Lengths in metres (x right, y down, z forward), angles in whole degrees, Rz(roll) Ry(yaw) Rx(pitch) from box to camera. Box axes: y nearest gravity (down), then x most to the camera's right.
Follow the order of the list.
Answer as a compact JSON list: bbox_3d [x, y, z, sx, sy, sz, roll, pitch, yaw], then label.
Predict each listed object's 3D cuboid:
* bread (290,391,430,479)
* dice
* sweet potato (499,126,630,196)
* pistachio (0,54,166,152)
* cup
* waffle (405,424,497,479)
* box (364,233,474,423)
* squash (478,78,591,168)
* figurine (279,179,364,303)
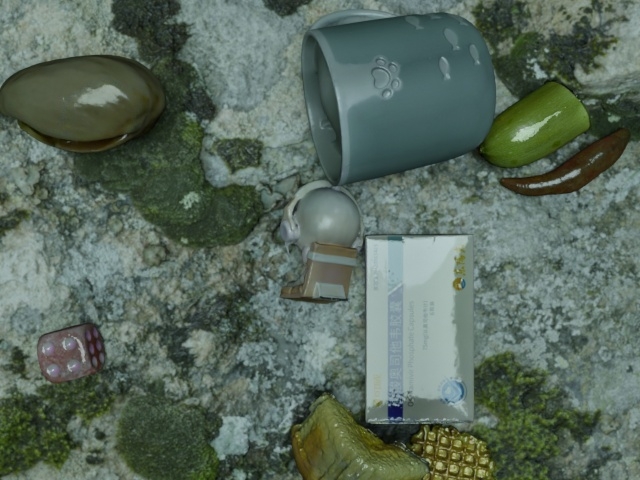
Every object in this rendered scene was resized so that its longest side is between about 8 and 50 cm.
[{"bbox_3d":[0.055,0.407,1.198,0.252,0.133,0.174,37,115,1],"label":"bread"},{"bbox_3d":[-0.453,0.204,1.244,0.091,0.094,0.093,-14,92,4],"label":"dice"},{"bbox_3d":[0.464,-0.131,1.252,0.256,0.058,0.078,-25,75,3],"label":"sweet potato"},{"bbox_3d":[-0.418,-0.253,1.204,0.288,0.166,0.197,6,68,4],"label":"pistachio"},{"bbox_3d":[0.117,-0.282,1.171,0.275,0.259,0.356,-11,56,-9],"label":"cup"},{"bbox_3d":[0.234,0.430,1.271,0.191,0.038,0.191,0,90,1],"label":"waffle"},{"bbox_3d":[0.180,0.159,1.252,0.200,0.065,0.343,-1,91,0],"label":"box"},{"bbox_3d":[0.370,-0.197,1.220,0.187,0.123,0.123,-31,91,0],"label":"squash"},{"bbox_3d":[0.002,-0.001,1.229,0.163,0.141,0.236,5,89,-28],"label":"figurine"}]
